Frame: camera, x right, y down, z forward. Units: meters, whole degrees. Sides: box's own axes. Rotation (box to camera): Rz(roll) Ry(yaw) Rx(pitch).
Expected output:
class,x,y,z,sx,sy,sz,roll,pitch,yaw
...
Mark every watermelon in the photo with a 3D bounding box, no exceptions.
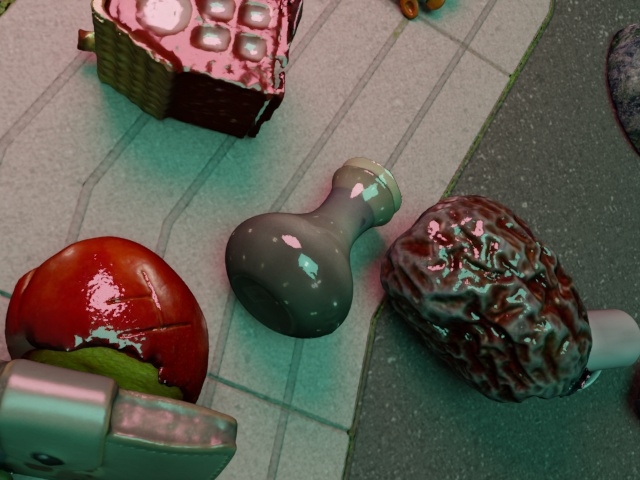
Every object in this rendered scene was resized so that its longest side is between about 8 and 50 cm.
class,x,y,z,sx,sy,sz,roll,pitch,yaw
watermelon,0.689,-0.281,1.031,0.226,0.148,0.318,-29,95,-28

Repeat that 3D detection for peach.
class,x,y,z,sx,sy,sz,roll,pitch,yaw
peach,-0.229,0.112,0.612,0.190,0.196,0.226,-31,81,-3

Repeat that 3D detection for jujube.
class,x,y,z,sx,sy,sz,roll,pitch,yaw
jujube,0.235,0.083,0.773,0.317,0.226,0.226,46,71,-6

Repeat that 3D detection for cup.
class,x,y,z,sx,sy,sz,roll,pitch,yaw
cup,0.433,0.176,0.907,0.133,0.136,0.099,-2,49,-21

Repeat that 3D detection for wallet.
class,x,y,z,sx,sy,sz,roll,pitch,yaw
wallet,-0.273,0.199,0.564,0.360,0.252,0.083,19,51,-16

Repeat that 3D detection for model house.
class,x,y,z,sx,sy,sz,roll,pitch,yaw
model house,-0.171,-0.242,0.681,0.253,0.196,0.160,7,82,-18

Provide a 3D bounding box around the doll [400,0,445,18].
class,x,y,z,sx,sy,sz,roll,pitch,yaw
doll,0.130,-0.463,0.869,0.221,0.135,0.143,33,105,-19

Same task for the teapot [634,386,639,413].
class,x,y,z,sx,sy,sz,roll,pitch,yaw
teapot,0.604,0.282,0.955,0.108,0.149,0.111,-36,57,-6

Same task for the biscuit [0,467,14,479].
class,x,y,z,sx,sy,sz,roll,pitch,yaw
biscuit,-0.344,0.380,0.560,0.099,0.038,0.323,3,101,13

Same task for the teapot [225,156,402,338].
class,x,y,z,sx,sy,sz,roll,pitch,yaw
teapot,0.000,0.000,0.732,0.183,0.183,0.251,47,58,-8
